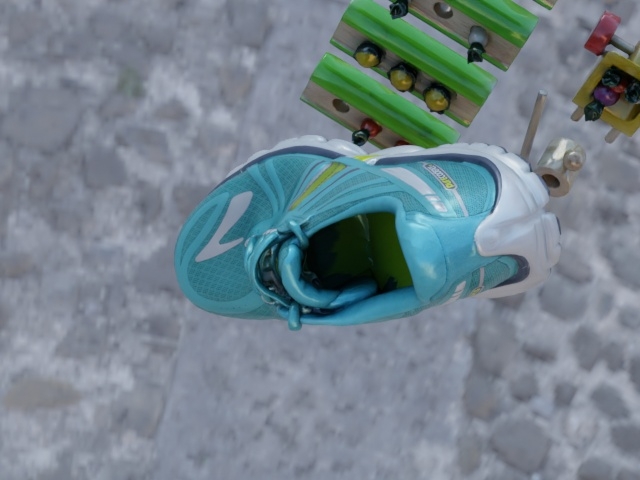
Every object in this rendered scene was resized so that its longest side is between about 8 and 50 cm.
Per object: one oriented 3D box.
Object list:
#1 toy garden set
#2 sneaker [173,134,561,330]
[{"bbox_3d":[0.104,-0.096,1.160,0.204,0.244,0.049,32,56,0],"label":"toy garden set"},{"bbox_3d":[0.000,0.000,0.995,0.110,0.275,0.107,-23,99,-39],"label":"sneaker"}]
